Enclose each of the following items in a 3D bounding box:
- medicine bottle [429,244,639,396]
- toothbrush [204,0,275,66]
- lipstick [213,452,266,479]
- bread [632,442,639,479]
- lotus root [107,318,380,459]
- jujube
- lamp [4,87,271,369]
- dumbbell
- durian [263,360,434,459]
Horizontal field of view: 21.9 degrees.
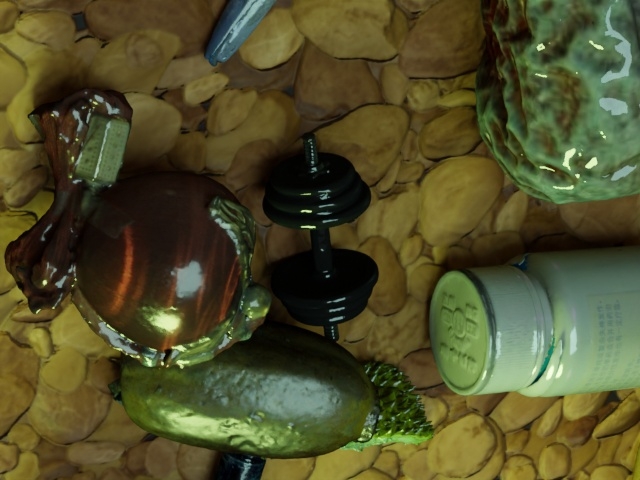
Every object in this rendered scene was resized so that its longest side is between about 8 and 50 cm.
[{"bbox_3d":[0.246,0.078,1.609,0.258,0.143,0.143,-3,115,-25],"label":"medicine bottle"},{"bbox_3d":[0.025,-0.316,1.380,0.035,0.042,0.413,30,101,-33],"label":"toothbrush"},{"bbox_3d":[-0.071,0.200,1.581,0.053,0.053,0.234,11,103,-29],"label":"lipstick"},{"bbox_3d":[0.424,0.318,1.753,0.111,0.239,0.246,-5,118,-18],"label":"bread"},{"bbox_3d":[-0.068,0.126,1.475,0.241,0.124,0.123,6,106,-6],"label":"lotus root"},{"bbox_3d":[0.235,-0.190,1.432,0.226,0.226,0.317,-15,114,-18],"label":"jujube"},{"bbox_3d":[-0.140,-0.004,1.366,0.223,0.151,0.215,15,91,-27],"label":"lamp"},{"bbox_3d":[0.000,0.000,1.481,0.099,0.099,0.208,-16,120,-18],"label":"dumbbell"},{"bbox_3d":[0.039,0.176,1.591,0.215,0.086,0.100,5,128,-42],"label":"durian"}]
